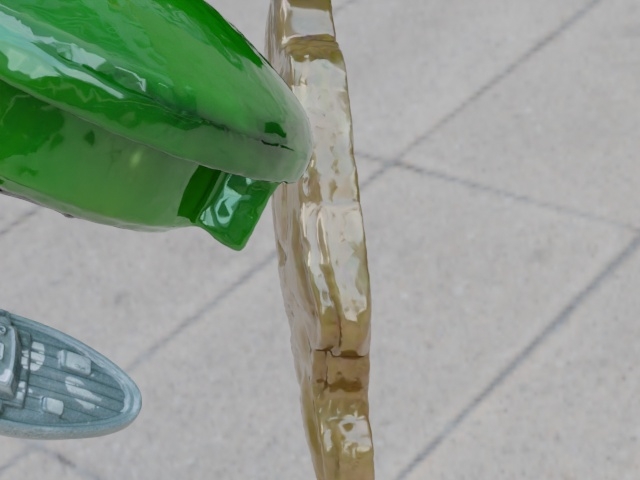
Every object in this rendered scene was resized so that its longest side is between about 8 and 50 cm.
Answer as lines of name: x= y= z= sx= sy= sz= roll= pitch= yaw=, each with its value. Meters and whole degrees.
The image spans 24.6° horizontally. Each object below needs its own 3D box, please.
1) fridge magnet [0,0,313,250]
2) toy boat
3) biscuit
fridge magnet: x=-0.098 y=-0.070 z=0.523 sx=0.208 sy=0.088 sz=0.208 roll=29 pitch=10 yaw=-6
toy boat: x=-0.218 y=0.066 z=0.861 sx=0.085 sy=0.260 sz=0.078 roll=-35 pitch=44 yaw=42
biscuit: x=-0.005 y=0.000 z=0.969 sx=0.051 sy=0.269 sz=0.376 roll=-5 pitch=68 yaw=-2
